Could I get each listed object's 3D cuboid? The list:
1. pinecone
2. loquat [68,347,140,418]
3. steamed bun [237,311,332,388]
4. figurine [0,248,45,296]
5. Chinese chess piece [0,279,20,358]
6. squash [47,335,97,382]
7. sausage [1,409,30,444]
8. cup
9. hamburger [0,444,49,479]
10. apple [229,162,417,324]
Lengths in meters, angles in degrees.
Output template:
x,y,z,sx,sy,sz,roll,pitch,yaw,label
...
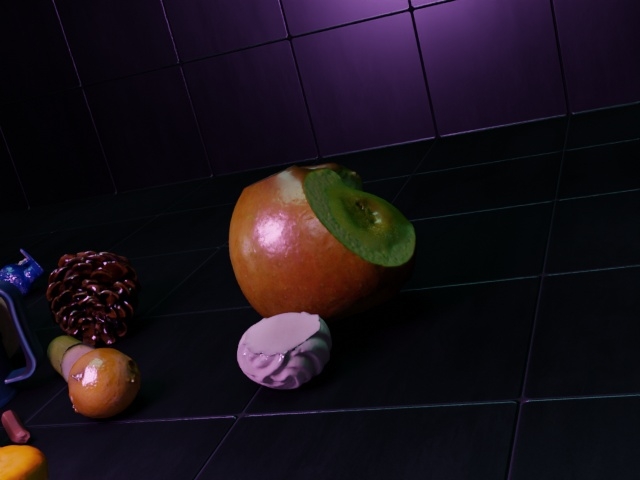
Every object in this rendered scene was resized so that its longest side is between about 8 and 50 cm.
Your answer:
x,y,z,sx,sy,sz,roll,pitch,yaw,label
-0.554,0.137,2.045,0.224,0.224,0.272,-15,21,-1,pinecone
-0.420,0.277,1.628,0.141,0.141,0.141,-13,17,4,loquat
-0.066,0.215,1.579,0.183,0.106,0.183,-13,25,6,steamed bun
-0.966,0.143,2.554,0.262,0.121,0.164,-30,37,-9,figurine
-0.841,0.199,2.004,0.257,0.257,0.104,-16,28,-6,Chinese chess piece
-0.557,0.261,1.874,0.095,0.095,0.188,-23,14,-27,squash
-0.603,0.369,1.653,0.030,0.035,0.147,13,0,-31,sausage
-0.797,0.232,1.807,0.308,0.292,0.242,-5,19,32,cup
-0.492,0.409,1.200,0.246,0.170,0.246,-12,5,1,hamburger
0.000,0.000,1.755,0.384,0.374,0.374,-19,17,1,apple
